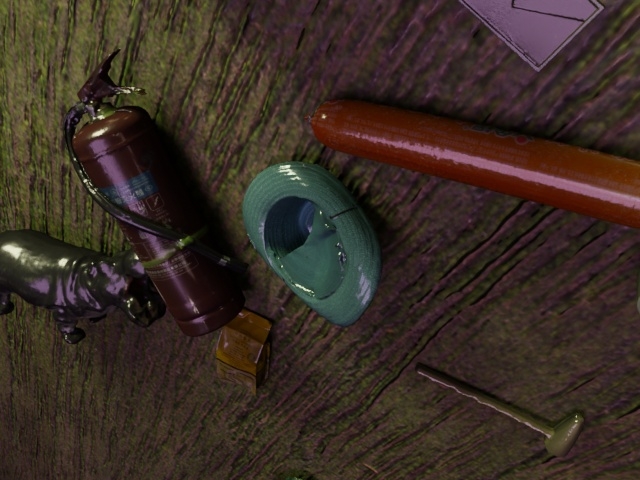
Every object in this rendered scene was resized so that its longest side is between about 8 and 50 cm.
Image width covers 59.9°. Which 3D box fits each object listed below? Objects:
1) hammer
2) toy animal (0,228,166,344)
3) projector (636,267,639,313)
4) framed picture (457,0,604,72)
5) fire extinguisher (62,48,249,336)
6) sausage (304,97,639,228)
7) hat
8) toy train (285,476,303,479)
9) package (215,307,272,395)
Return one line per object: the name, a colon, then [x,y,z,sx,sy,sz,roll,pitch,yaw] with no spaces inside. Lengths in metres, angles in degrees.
hammer: [0.204,0.185,0.652,0.195,0.028,0.060,23,125,16]
toy animal: [-0.355,0.067,0.839,0.342,0.106,0.169,3,117,21]
projector: [0.419,0.049,0.389,0.257,0.079,0.259,41,132,-1]
framed picture: [0.159,-0.181,0.425,0.089,0.007,0.066,40,132,-2]
fire extinguisher: [-0.192,-0.046,0.665,0.141,0.105,0.342,-15,115,17]
sausage: [0.142,-0.072,0.481,0.347,0.053,0.053,18,129,19]
hat: [0.000,0.000,0.606,0.191,0.077,0.138,50,126,15]
toy train: [0.021,0.511,0.945,0.285,0.116,0.177,15,141,20]
package: [-0.110,0.161,0.799,0.071,0.047,0.131,25,133,17]
